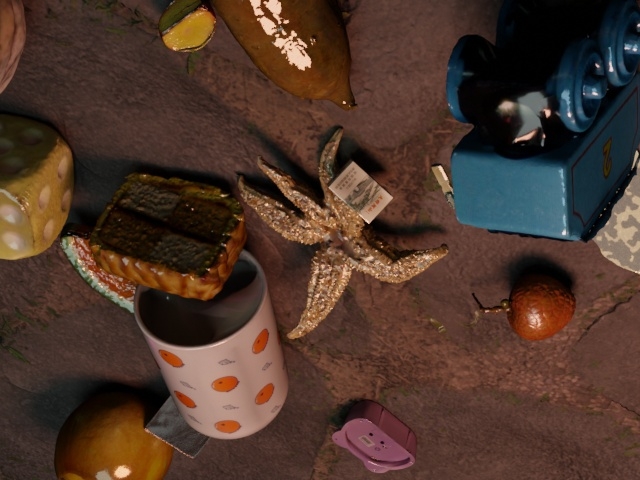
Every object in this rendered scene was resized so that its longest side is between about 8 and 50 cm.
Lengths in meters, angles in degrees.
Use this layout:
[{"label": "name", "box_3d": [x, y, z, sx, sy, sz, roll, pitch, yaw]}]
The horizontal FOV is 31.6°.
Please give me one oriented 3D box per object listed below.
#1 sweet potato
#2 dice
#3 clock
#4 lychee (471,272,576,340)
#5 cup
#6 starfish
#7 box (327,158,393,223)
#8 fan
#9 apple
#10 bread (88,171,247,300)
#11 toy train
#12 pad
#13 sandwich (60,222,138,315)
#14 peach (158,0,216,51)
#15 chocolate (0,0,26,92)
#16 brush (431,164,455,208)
[{"label": "sweet potato", "box_3d": [-0.053, -0.297, 1.435, 0.157, 0.158, 0.370, -3, 136, 21]}, {"label": "dice", "box_3d": [-0.492, -0.084, 1.765, 0.169, 0.169, 0.166, 12, 135, 7]}, {"label": "clock", "box_3d": [0.100, 0.363, 2.081, 0.152, 0.050, 0.110, 42, 131, -21]}, {"label": "lychee", "box_3d": [0.319, 0.105, 1.726, 0.140, 0.114, 0.101, -25, 93, 6]}, {"label": "cup", "box_3d": [-0.169, 0.183, 1.869, 0.212, 0.212, 0.317, 5, 141, 13]}, {"label": "starfish", "box_3d": [-0.008, -0.025, 1.723, 0.301, 0.084, 0.293, -28, 110, 26]}, {"label": "box", "box_3d": [0.057, -0.072, 1.640, 0.083, 0.024, 0.054, 41, 95, -16]}, {"label": "fan", "box_3d": [0.442, -0.036, 1.617, 0.131, 0.009, 0.240, -3, 131, 21]}, {"label": "apple", "box_3d": [-0.401, 0.407, 2.178, 0.236, 0.208, 0.237, 11, 135, 11]}, {"label": "bread", "box_3d": [-0.234, -0.008, 1.751, 0.222, 0.182, 0.096, 15, 149, 11]}, {"label": "toy train", "box_3d": [0.281, -0.150, 1.363, 0.187, 0.300, 0.265, 8, 123, 31]}, {"label": "pad", "box_3d": [-0.228, 0.310, 2.102, 0.116, 0.004, 0.193, 34, 102, -17]}, {"label": "sandwich", "box_3d": [-0.325, 0.031, 1.895, 0.235, 0.079, 0.159, 26, 125, -12]}, {"label": "peach", "box_3d": [-0.182, -0.302, 1.538, 0.077, 0.050, 0.083, 0, 147, -13]}, {"label": "chocolate", "box_3d": [-0.516, -0.307, 1.534, 0.303, 0.213, 0.303, 42, 150, 31]}, {"label": "brush", "box_3d": [0.185, -0.077, 1.661, 0.016, 0.013, 0.084, -10, 127, 29]}]
